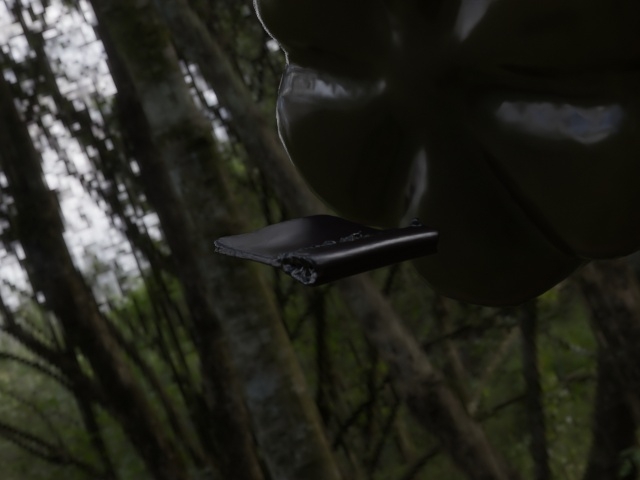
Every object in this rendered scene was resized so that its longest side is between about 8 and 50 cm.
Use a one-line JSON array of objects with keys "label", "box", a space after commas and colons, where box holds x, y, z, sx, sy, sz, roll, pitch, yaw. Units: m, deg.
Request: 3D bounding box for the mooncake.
[{"label": "mooncake", "box": [0.155, -0.184, 1.183, 0.262, 0.467, 0.467, -38, -5, -36]}]

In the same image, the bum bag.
[{"label": "bum bag", "box": [0.000, 0.000, 0.987, 0.109, 0.026, 0.159, -15, 16, -30]}]
